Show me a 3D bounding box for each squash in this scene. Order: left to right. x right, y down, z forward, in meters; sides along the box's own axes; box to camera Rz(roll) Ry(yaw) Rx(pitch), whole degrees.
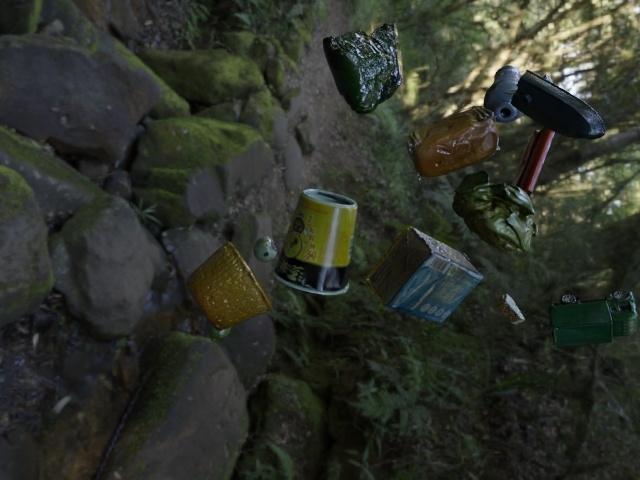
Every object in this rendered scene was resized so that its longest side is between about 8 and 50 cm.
[{"bbox_3d":[-0.275,0.189,1.698,0.077,0.068,0.219,-24,131,-79],"label":"squash"}]

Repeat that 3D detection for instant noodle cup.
[{"bbox_3d":[0.000,0.000,1.509,0.215,0.215,0.236,-42,148,-72],"label":"instant noodle cup"}]

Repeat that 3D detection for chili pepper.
[{"bbox_3d":[0.102,-0.323,1.099,0.264,0.116,0.148,-44,116,-68],"label":"chili pepper"}]

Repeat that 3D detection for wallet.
[{"bbox_3d":[0.590,-0.214,1.637,0.142,0.045,0.205,95,18,-82],"label":"wallet"}]

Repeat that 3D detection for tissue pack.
[{"bbox_3d":[0.269,0.094,1.510,0.270,0.192,0.134,24,23,-45],"label":"tissue pack"}]

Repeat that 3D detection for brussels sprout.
[{"bbox_3d":[0.298,-0.040,0.989,0.181,0.139,0.101,27,87,-44],"label":"brussels sprout"}]

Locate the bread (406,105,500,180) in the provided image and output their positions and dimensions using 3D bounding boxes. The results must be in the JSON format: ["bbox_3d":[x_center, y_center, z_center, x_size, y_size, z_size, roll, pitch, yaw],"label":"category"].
[{"bbox_3d":[0.363,-0.264,1.600,0.107,0.241,0.136,-104,171,-50],"label":"bread"}]

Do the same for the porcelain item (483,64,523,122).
[{"bbox_3d":[0.608,-0.478,1.906,0.259,0.141,0.141,-66,148,-45],"label":"porcelain item"}]

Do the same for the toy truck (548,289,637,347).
[{"bbox_3d":[0.491,0.138,1.053,0.079,0.147,0.065,-81,156,-48],"label":"toy truck"}]

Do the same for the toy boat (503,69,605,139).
[{"bbox_3d":[0.559,-0.311,1.368,0.103,0.246,0.093,-31,148,-27],"label":"toy boat"}]

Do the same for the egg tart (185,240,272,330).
[{"bbox_3d":[-0.218,0.121,1.378,0.203,0.147,0.202,53,-9,12],"label":"egg tart"}]

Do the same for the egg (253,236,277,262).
[{"bbox_3d":[-0.193,0.030,2.045,0.110,0.085,0.085,104,-5,-49],"label":"egg"}]

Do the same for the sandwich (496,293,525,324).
[{"bbox_3d":[0.571,0.207,1.752,0.093,0.035,0.105,49,22,1],"label":"sandwich"}]
